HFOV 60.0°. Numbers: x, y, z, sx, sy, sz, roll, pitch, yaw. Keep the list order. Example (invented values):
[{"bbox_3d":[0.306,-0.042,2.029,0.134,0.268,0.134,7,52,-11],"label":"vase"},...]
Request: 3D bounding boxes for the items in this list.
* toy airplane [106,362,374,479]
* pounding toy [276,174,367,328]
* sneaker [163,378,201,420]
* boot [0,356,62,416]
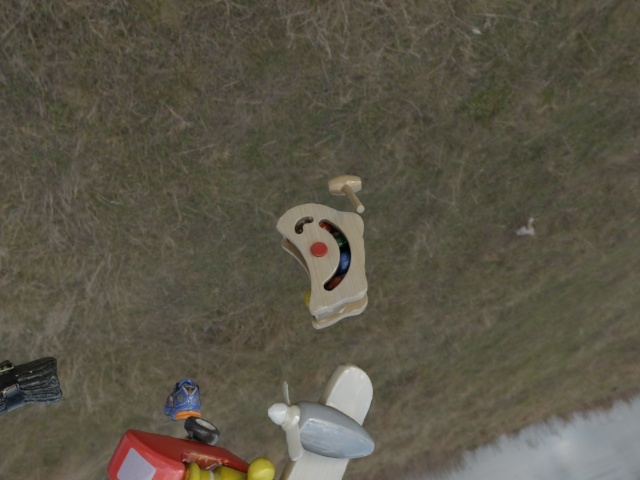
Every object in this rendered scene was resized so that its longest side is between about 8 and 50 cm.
[{"bbox_3d":[-0.066,0.401,0.749,0.385,0.385,0.272,-16,174,-7],"label":"toy airplane"},{"bbox_3d":[0.000,0.000,0.955,0.154,0.269,0.155,-3,151,3],"label":"pounding toy"},{"bbox_3d":[-0.313,0.367,1.290,0.083,0.087,0.221,10,166,-22],"label":"sneaker"},{"bbox_3d":[-0.689,0.343,1.172,0.260,0.348,0.131,2,101,-25],"label":"boot"}]
